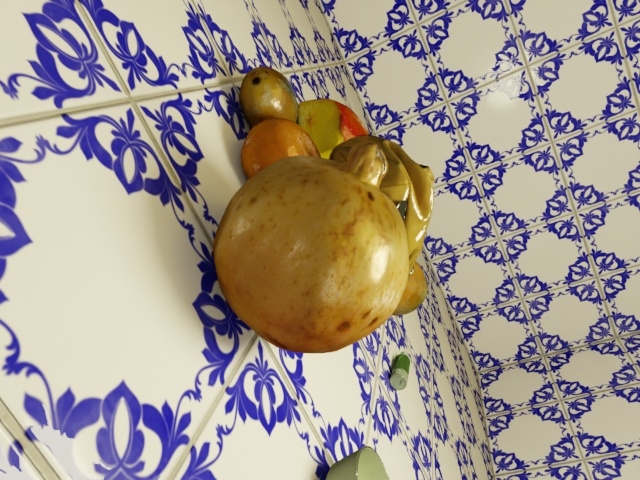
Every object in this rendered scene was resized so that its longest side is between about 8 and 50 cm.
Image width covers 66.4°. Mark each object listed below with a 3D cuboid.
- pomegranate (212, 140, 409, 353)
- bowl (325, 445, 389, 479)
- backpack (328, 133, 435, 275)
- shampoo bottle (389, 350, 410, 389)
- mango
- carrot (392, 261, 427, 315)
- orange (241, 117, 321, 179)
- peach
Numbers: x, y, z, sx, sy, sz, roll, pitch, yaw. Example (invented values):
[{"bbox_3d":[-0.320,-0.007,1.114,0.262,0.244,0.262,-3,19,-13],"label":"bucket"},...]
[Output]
[{"bbox_3d":[0.000,0.000,0.919,0.410,0.410,0.410,54,24,-38],"label":"pomegranate"},{"bbox_3d":[0.070,0.538,0.997,0.211,0.112,0.211,53,26,-40],"label":"bowl"},{"bbox_3d":[0.114,-0.078,1.205,0.378,0.201,0.353,-131,-136,-55],"label":"backpack"},{"bbox_3d":[0.289,0.460,1.762,0.065,0.065,0.204,66,19,-8],"label":"shampoo bottle"},{"bbox_3d":[-0.132,-0.372,1.351,0.316,0.146,0.193,-35,108,-81],"label":"mango"},{"bbox_3d":[0.235,0.129,1.712,0.341,0.224,0.224,37,37,-51],"label":"carrot"},{"bbox_3d":[-0.095,-0.187,1.208,0.224,0.170,0.224,38,38,-38],"label":"orange"},{"bbox_3d":[0.063,-0.303,1.665,0.380,0.242,0.306,57,27,-32],"label":"peach"}]
